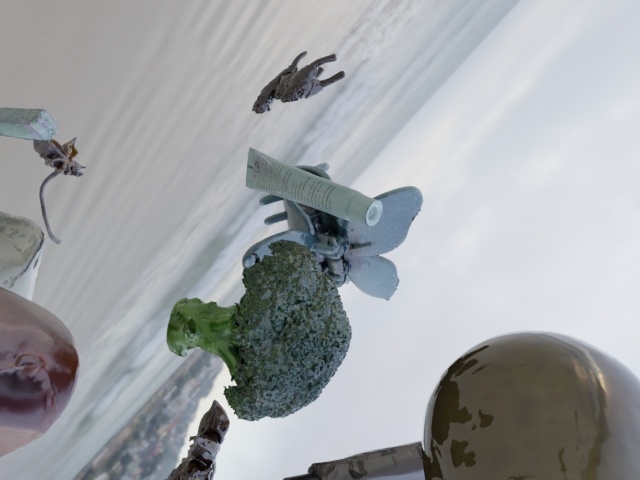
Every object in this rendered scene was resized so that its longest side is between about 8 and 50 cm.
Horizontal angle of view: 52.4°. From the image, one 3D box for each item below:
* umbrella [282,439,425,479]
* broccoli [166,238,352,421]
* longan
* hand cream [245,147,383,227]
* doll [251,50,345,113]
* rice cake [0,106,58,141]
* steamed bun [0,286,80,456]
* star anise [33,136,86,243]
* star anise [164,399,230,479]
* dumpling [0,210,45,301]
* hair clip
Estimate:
[{"bbox_3d":[0.098,0.379,1.065,0.338,0.073,0.067,-5,-168,-21],"label":"umbrella"},{"bbox_3d":[-0.097,0.136,1.035,0.297,0.298,0.297,8,90,-80],"label":"broccoli"},{"bbox_3d":[0.297,0.300,0.866,0.361,0.361,0.361,-48,-178,2],"label":"longan"},{"bbox_3d":[-0.031,-0.098,1.236,0.058,0.331,0.085,-21,124,-47],"label":"hand cream"},{"bbox_3d":[-0.052,-0.284,1.192,0.165,0.057,0.139,-39,-149,-8],"label":"doll"},{"bbox_3d":[-0.492,-0.181,0.978,0.043,0.211,0.034,70,34,-54],"label":"rice cake"},{"bbox_3d":[-0.535,0.180,0.901,0.380,0.248,0.235,-26,146,19],"label":"steamed bun"},{"bbox_3d":[-0.673,-0.136,1.630,0.227,0.218,0.148,-43,-160,14],"label":"star anise"},{"bbox_3d":[-0.241,0.433,1.263,0.262,0.081,0.230,-61,-170,12],"label":"star anise"},{"bbox_3d":[-0.783,0.104,1.454,0.341,0.260,0.181,-62,-167,19],"label":"dumpling"},{"bbox_3d":[0.000,0.000,1.435,0.392,0.238,0.318,-23,134,-13],"label":"hair clip"}]
